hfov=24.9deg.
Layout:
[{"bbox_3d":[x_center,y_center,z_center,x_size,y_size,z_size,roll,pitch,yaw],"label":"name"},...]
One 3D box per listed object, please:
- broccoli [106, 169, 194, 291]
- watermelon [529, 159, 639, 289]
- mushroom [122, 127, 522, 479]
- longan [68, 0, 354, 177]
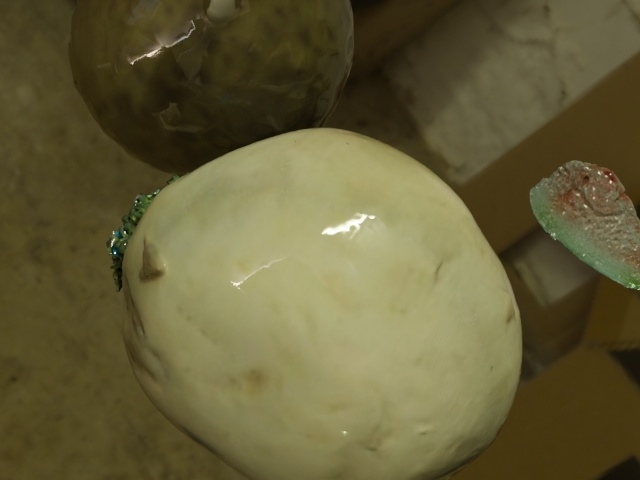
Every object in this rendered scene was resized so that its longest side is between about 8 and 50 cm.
[{"bbox_3d":[-0.127,0.023,1.406,0.154,0.167,0.160,42,7,-44],"label":"broccoli"},{"bbox_3d":[0.338,-0.018,1.728,0.180,0.094,0.081,52,50,-3],"label":"watermelon"},{"bbox_3d":[0.019,0.029,1.140,0.314,0.314,0.336,45,34,-12],"label":"mushroom"},{"bbox_3d":[-0.142,-0.267,1.936,0.391,0.391,0.391,29,42,-30],"label":"longan"}]
